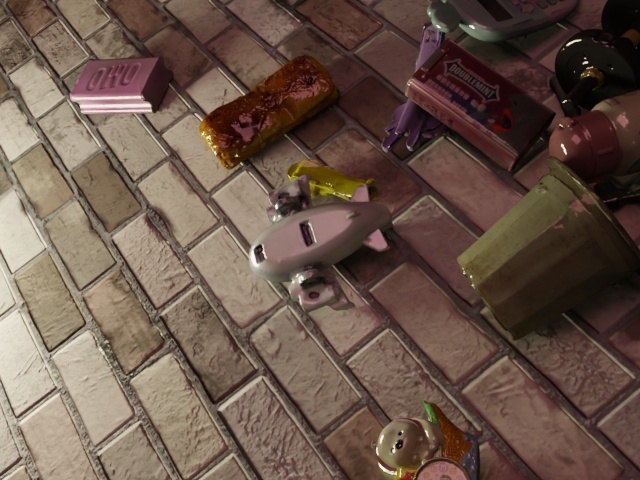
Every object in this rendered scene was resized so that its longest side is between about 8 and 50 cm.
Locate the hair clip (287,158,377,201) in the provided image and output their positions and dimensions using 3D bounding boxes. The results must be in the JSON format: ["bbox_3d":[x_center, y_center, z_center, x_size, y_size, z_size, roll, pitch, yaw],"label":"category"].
[{"bbox_3d":[0.018,-0.104,1.439,0.173,0.046,0.072,16,55,30],"label":"hair clip"}]

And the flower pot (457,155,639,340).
[{"bbox_3d":[0.308,0.021,1.143,0.203,0.212,0.212,-37,49,11],"label":"flower pot"}]

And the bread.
[{"bbox_3d":[-0.099,-0.247,1.573,0.271,0.077,0.139,-32,53,-4],"label":"bread"}]

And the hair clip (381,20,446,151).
[{"bbox_3d":[0.192,-0.258,1.452,0.137,0.090,0.278,4,62,31],"label":"hair clip"}]

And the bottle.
[{"bbox_3d":[0.459,-0.158,1.200,0.253,0.120,0.120,-18,50,-7],"label":"bottle"}]

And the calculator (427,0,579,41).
[{"bbox_3d":[0.329,-0.432,1.488,0.299,0.041,0.185,-20,53,-15],"label":"calculator"}]

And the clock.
[{"bbox_3d":[0.132,0.317,1.055,0.144,0.103,0.231,0,58,14],"label":"clock"}]

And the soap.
[{"bbox_3d":[-0.434,-0.337,1.790,0.203,0.065,0.122,4,59,25],"label":"soap"}]

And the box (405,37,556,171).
[{"bbox_3d":[0.261,-0.224,1.352,0.224,0.069,0.120,37,76,13],"label":"box"}]

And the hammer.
[{"bbox_3d":[0.421,-0.162,1.312,0.111,0.033,0.287,-15,52,12],"label":"hammer"}]

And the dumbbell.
[{"bbox_3d":[0.478,-0.305,1.298,0.143,0.143,0.325,27,61,36],"label":"dumbbell"}]

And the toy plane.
[{"bbox_3d":[0.000,0.000,1.335,0.245,0.117,0.244,-5,74,17],"label":"toy plane"}]
